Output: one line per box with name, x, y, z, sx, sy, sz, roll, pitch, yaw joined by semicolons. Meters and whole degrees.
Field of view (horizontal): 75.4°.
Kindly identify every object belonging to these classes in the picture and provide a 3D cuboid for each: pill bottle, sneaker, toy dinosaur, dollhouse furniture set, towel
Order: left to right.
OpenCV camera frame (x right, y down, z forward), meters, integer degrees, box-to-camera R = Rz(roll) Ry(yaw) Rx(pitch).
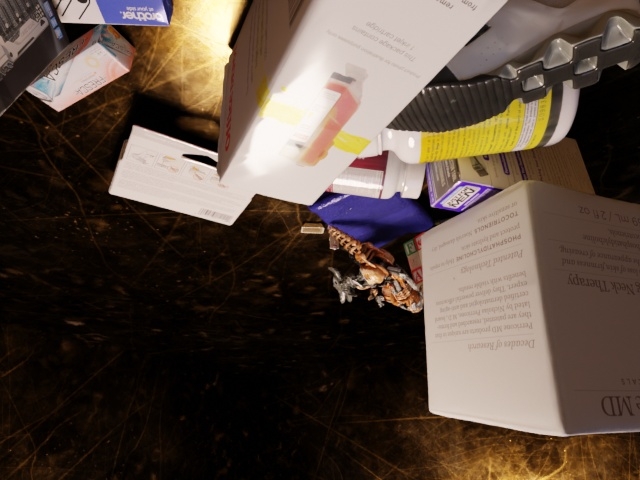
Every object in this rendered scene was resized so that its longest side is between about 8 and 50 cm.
dollhouse furniture set;0.000;0.000;1.211;0.115;0.081;0.091;2;151;-7
pill bottle;0.099;-0.152;0.865;0.222;0.121;0.121;8;151;5
towel;0.136;-0.082;1.089;0.228;0.076;0.308;-23;147;27
toy dinosaur;0.145;0.073;1.116;0.165;0.321;0.219;-32;-169;-30
pill bottle;0.221;-0.232;0.698;0.335;0.187;0.187;-7;151;7
sneaker;0.217;-0.248;0.549;0.331;0.146;0.122;-12;163;21

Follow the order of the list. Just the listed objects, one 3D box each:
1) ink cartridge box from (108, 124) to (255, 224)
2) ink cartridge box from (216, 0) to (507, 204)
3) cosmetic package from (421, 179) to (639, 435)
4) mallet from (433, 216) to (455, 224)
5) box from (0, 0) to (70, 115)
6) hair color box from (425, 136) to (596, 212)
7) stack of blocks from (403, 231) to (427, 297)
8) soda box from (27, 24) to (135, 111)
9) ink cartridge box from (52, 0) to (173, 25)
ink cartridge box;-0.291;-0.151;0.935;0.297;0.066;0.261;15;146;-30
ink cartridge box;0.006;-0.265;0.535;0.161;0.278;0.385;13;148;-27
cosmetic package;0.429;0.145;0.811;0.330;0.392;0.327;7;161;-19
mallet;0.418;-0.060;1.186;0.190;0.039;0.062;-12;146;25
box;-0.392;-0.302;0.409;0.077;0.242;0.307;0;136;-2
hair color box;0.392;-0.145;0.869;0.340;0.185;0.110;9;152;-18
stack of blocks;0.400;0.076;1.226;0.298;0.171;0.087;3;155;-35
soda box;-0.400;-0.287;0.691;0.183;0.058;0.063;-16;148;23
ink cartridge box;-0.324;-0.359;0.576;0.208;0.046;0.097;0;151;-4
